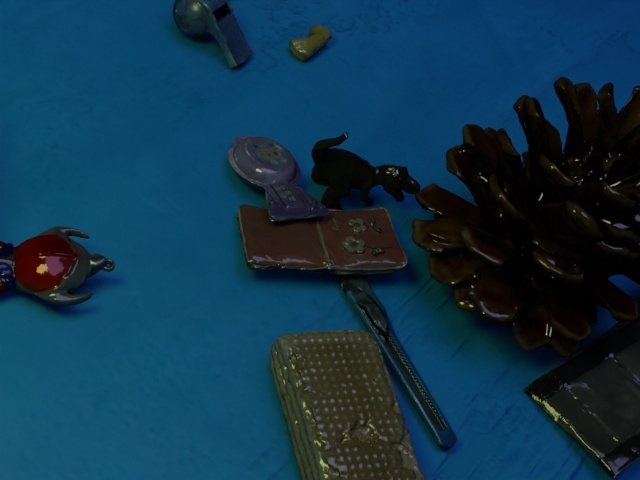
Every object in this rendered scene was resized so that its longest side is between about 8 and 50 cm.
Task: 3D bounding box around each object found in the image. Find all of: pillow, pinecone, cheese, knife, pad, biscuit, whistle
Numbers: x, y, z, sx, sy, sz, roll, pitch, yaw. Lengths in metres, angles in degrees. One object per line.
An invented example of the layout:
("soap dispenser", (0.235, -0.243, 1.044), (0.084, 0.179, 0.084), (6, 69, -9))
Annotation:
("pillow", (0.000, 0.000, 1.519), (0.232, 0.043, 0.126), (1, 38, -20))
("pinecone", (0.333, -0.058, 1.508), (0.384, 0.384, 0.384), (12, 48, -14))
("cheese", (-0.018, -0.325, 1.806), (0.044, 0.030, 0.083), (40, 53, 3))
("knife", (0.100, 0.147, 1.460), (0.044, 0.026, 0.296), (-5, 53, -41))
("pad", (0.417, 0.206, 1.511), (0.233, 0.022, 0.174), (-29, 57, -26))
("cheese", (-0.067, -0.092, 1.564), (0.105, 0.042, 0.191), (-8, 45, -32))
("biscuit", (0.056, 0.290, 1.283), (0.144, 0.078, 0.426), (-1, 53, -25))
("whistle", (-0.180, -0.340, 1.727), (0.090, 0.090, 0.158), (-44, 117, -42))

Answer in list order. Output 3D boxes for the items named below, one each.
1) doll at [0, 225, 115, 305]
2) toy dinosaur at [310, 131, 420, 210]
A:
("doll", (-0.348, 0.033, 1.343), (0.195, 0.062, 0.104), (-2, 35, -15))
("toy dinosaur", (0.061, -0.118, 1.563), (0.187, 0.179, 0.087), (-2, 54, -28))
